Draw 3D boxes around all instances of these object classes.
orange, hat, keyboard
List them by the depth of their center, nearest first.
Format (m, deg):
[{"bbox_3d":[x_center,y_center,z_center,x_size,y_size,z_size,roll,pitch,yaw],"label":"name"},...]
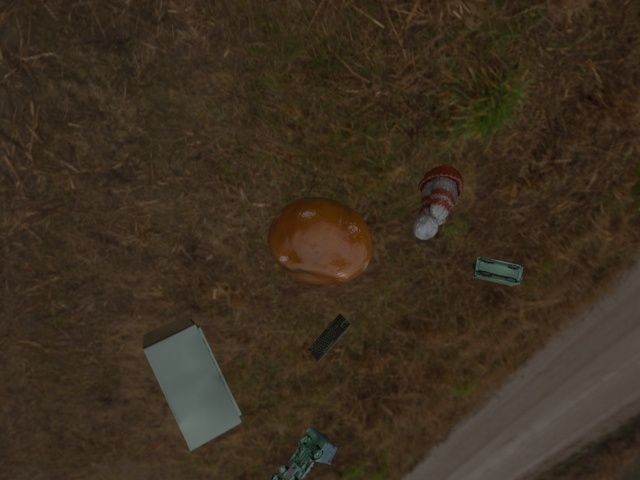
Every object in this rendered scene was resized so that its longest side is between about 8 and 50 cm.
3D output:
[{"bbox_3d":[0.239,-0.067,1.146,0.094,0.162,0.112,9,145,15],"label":"hat"},{"bbox_3d":[0.000,0.000,1.214,0.240,0.171,0.240,10,160,4],"label":"orange"},{"bbox_3d":[0.022,0.248,1.411,0.129,0.049,0.015,-48,135,4],"label":"keyboard"}]

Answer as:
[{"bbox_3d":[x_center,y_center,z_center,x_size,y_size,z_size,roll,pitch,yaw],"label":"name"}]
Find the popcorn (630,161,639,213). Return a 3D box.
[{"bbox_3d":[0.638,-0.074,0.887,0.215,0.286,0.251,-11,98,10],"label":"popcorn"}]

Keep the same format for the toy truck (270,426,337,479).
[{"bbox_3d":[-0.037,0.514,1.251,0.175,0.067,0.081,-55,134,-2],"label":"toy truck"}]

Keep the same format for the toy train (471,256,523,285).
[{"bbox_3d":[0.332,0.059,1.046,0.093,0.038,0.056,12,171,7],"label":"toy train"}]

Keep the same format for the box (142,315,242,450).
[{"bbox_3d":[-0.278,0.288,1.185,0.118,0.224,0.225,-25,-175,-17],"label":"box"}]
